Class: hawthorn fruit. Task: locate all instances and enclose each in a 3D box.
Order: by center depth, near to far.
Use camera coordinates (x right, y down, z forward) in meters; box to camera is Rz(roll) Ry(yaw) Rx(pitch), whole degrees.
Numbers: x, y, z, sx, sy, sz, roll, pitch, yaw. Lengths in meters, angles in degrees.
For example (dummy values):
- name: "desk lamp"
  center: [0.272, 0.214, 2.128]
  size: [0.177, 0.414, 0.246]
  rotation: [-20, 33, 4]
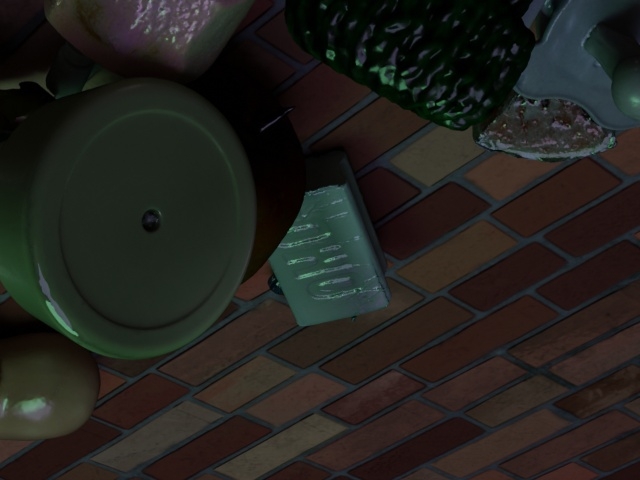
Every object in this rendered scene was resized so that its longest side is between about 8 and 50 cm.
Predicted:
- name: "hawthorn fruit"
  center: [-0.140, -0.089, 1.744]
  size: [0.301, 0.267, 0.268]
  rotation: [-39, 131, 24]

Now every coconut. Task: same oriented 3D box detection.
- name: "coconut"
  center: [-0.180, -0.289, 1.492]
  size: [0.233, 0.233, 0.245]
  rotation: [19, 133, -26]

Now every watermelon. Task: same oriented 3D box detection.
- name: "watermelon"
  center: [0.290, -0.175, 1.820]
  size: [0.187, 0.071, 0.139]
  rotation: [3, 136, 6]

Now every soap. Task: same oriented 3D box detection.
- name: "soap"
  center: [0.000, 0.000, 1.968]
  size: [0.150, 0.094, 0.261]
  rotation: [-17, 134, 7]

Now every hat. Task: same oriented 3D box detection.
- name: "hat"
  center: [0.138, -0.305, 1.532]
  size: [0.274, 0.242, 0.332]
  rotation: [34, 101, 9]

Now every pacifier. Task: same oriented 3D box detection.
- name: "pacifier"
  center: [0.359, -0.221, 1.636]
  size: [0.287, 0.226, 0.238]
  rotation: [19, 119, -29]

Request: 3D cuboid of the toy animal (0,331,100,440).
- name: "toy animal"
  center: [-0.507, 0.224, 2.174]
  size: [0.326, 0.237, 0.269]
  rotation: [-9, 152, -1]

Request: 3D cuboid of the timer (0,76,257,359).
- name: "timer"
  center: [-0.276, -0.034, 1.550]
  size: [0.315, 0.290, 0.291]
  rotation: [7, 158, 46]

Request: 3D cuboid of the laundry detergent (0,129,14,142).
- name: "laundry detergent"
  center: [-0.478, -0.112, 1.837]
  size: [0.226, 0.070, 0.099]
  rotation: [8, 150, -12]

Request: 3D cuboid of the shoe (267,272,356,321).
- name: "shoe"
  center: [-0.012, 0.081, 2.126]
  size: [0.143, 0.071, 0.064]
  rotation: [16, 138, -16]

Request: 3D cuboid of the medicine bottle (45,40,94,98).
- name: "medicine bottle"
  center: [-0.304, -0.214, 1.732]
  size: [0.047, 0.047, 0.083]
  rotation: [15, 139, -22]

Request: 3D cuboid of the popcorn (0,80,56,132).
- name: "popcorn"
  center: [-0.507, -0.142, 1.654]
  size: [0.293, 0.293, 0.237]
  rotation: [28, 96, -34]
